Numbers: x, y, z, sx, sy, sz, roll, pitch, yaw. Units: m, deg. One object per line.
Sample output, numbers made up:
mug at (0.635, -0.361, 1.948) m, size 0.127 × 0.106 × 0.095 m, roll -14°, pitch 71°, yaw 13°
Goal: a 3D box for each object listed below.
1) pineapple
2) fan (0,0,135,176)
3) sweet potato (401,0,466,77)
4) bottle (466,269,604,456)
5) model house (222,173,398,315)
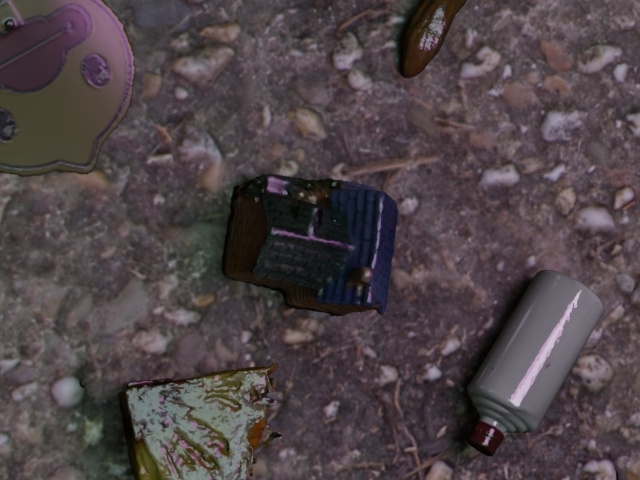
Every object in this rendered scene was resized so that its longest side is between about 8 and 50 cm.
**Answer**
pineapple at (-0.149, 0.222, 1.854) m, size 0.186 × 0.114 × 0.236 m, roll 41°, pitch 70°, yaw -7°
fan at (-0.333, -0.217, 1.802) m, size 0.229 × 0.011 × 0.335 m, roll -33°, pitch 117°, yaw -14°
sweet potato at (0.150, -0.290, 2.041) m, size 0.054 × 0.053 × 0.182 m, roll 36°, pitch 75°, yaw -13°
bottle at (0.261, 0.162, 2.047) m, size 0.104 × 0.104 × 0.245 m, roll 39°, pitch 73°, yaw -18°
model house at (0.000, 0.000, 1.899) m, size 0.183 × 0.172 × 0.166 m, roll 10°, pitch 85°, yaw -23°
